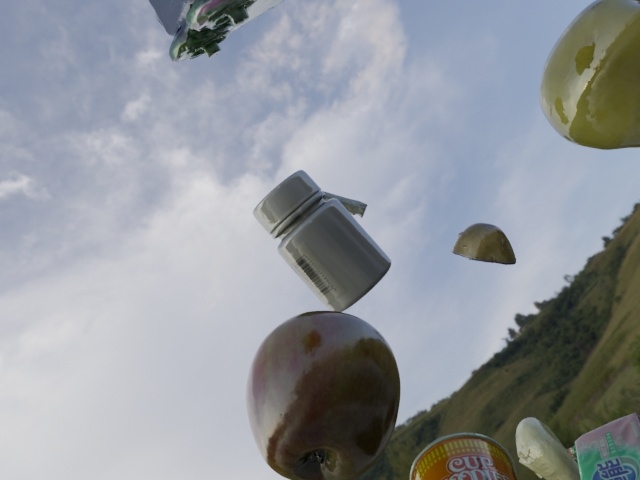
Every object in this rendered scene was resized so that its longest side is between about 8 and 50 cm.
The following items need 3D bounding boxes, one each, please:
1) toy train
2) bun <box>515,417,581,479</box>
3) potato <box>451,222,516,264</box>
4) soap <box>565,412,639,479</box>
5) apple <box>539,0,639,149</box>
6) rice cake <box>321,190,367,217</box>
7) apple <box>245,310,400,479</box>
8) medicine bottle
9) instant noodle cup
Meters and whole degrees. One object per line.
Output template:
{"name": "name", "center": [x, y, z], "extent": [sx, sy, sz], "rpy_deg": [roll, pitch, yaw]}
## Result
{"name": "toy train", "center": [-0.116, -0.371, 0.603], "extent": [0.249, 0.307, 0.173], "rpy_deg": [-39, -71, -18]}
{"name": "bun", "center": [0.639, 0.619, 1.328], "extent": [0.127, 0.222, 0.222], "rpy_deg": [-39, -37, 8]}
{"name": "potato", "center": [0.542, 0.002, 1.528], "extent": [0.182, 0.202, 0.117], "rpy_deg": [1, -78, -34]}
{"name": "soap", "center": [0.621, 0.487, 0.947], "extent": [0.218, 0.098, 0.273], "rpy_deg": [-47, -7, 27]}
{"name": "apple", "center": [0.509, -0.281, 0.776], "extent": [0.262, 0.262, 0.262], "rpy_deg": [-24, -42, -24]}
{"name": "rice cake", "center": [0.031, -0.132, 1.596], "extent": [0.256, 0.052, 0.057], "rpy_deg": [16, -38, -1]}
{"name": "apple", "center": [0.004, 0.252, 0.756], "extent": [0.257, 0.234, 0.256], "rpy_deg": [2, -58, 3]}
{"name": "medicine bottle", "center": [0.000, 0.000, 1.199], "extent": [0.208, 0.339, 0.208], "rpy_deg": [-41, 0, 0]}
{"name": "instant noodle cup", "center": [0.213, 0.384, 0.615], "extent": [0.169, 0.185, 0.168], "rpy_deg": [0, -76, 2]}
